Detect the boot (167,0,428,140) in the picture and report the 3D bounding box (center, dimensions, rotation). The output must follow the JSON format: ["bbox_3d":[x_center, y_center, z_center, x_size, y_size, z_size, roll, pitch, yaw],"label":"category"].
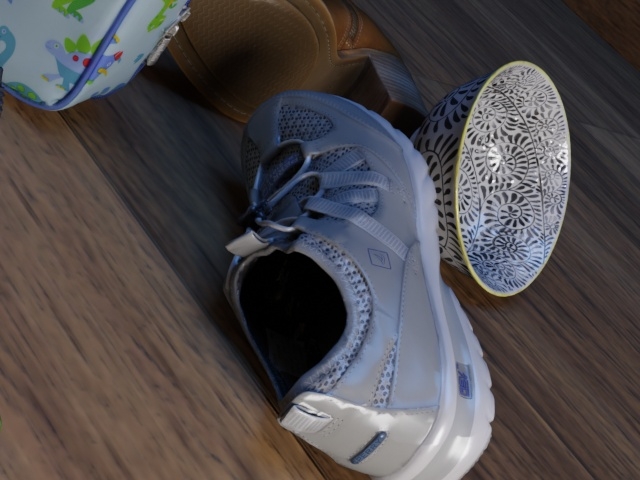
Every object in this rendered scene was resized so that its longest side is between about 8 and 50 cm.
[{"bbox_3d":[-0.040,-0.184,0.900,0.283,0.109,0.220,21,30,-41],"label":"boot"}]

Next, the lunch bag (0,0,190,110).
[{"bbox_3d":[-0.163,-0.194,0.654,0.219,0.176,0.090,40,23,6],"label":"lunch bag"}]

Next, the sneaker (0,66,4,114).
[{"bbox_3d":[-0.268,-0.174,0.579,0.319,0.131,0.112,63,4,7],"label":"sneaker"}]

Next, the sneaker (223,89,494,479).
[{"bbox_3d":[0.000,0.000,0.626,0.115,0.105,0.281,22,28,-34],"label":"sneaker"}]

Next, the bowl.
[{"bbox_3d":[0.112,-0.047,0.872,0.080,0.170,0.170,7,1,38],"label":"bowl"}]
